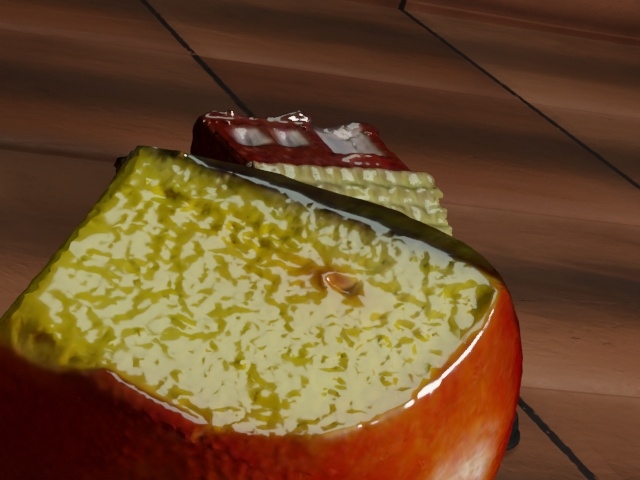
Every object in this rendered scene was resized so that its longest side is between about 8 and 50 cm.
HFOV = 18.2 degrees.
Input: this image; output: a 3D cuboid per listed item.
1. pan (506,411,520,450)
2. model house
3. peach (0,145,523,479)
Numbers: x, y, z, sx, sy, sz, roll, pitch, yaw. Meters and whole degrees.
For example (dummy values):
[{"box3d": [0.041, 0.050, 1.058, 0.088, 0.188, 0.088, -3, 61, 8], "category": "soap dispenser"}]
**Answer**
[{"box3d": [0.070, 0.141, 1.630, 0.235, 0.028, 0.136, -6, 26, -46], "category": "pan"}, {"box3d": [0.000, 0.000, 1.801, 0.196, 0.160, 0.254, 5, 22, -23], "category": "model house"}, {"box3d": [-0.061, 0.113, 1.171, 0.306, 0.380, 0.242, 34, 54, -11], "category": "peach"}]
